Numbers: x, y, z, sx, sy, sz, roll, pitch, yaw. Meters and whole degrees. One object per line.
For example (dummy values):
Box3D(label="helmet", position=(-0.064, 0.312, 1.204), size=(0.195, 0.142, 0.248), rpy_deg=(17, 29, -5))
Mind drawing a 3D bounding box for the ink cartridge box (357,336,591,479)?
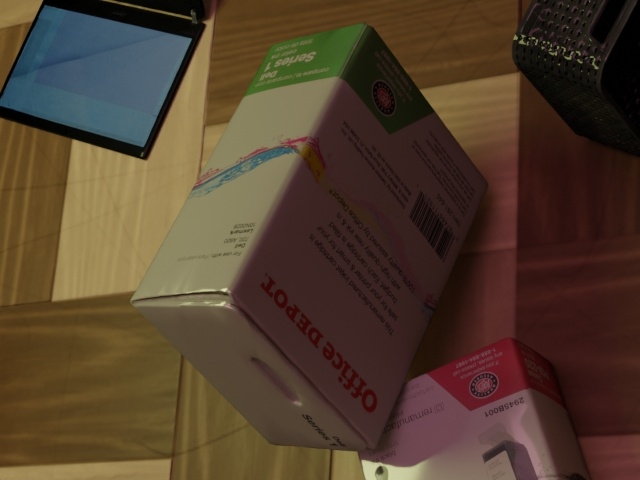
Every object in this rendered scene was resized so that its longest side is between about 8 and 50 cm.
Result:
Box3D(label="ink cartridge box", position=(0.128, 0.208, 1.169), size=(0.158, 0.092, 0.218), rpy_deg=(-26, 62, 20))

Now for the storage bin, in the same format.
Box3D(label="storage bin", position=(0.239, -0.152, 1.193), size=(0.084, 0.180, 0.122), rpy_deg=(25, 85, 36))

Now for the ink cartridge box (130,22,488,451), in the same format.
Box3D(label="ink cartridge box", position=(0.000, 0.000, 1.200), size=(0.117, 0.201, 0.278), rpy_deg=(-5, 47, 41))

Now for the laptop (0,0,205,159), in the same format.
Box3D(label="laptop", position=(-0.250, -0.250, 1.542), size=(0.234, 0.264, 0.136), rpy_deg=(17, 43, 33))
